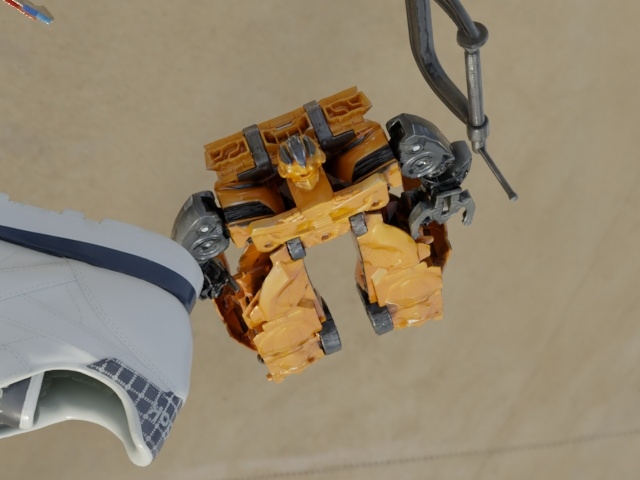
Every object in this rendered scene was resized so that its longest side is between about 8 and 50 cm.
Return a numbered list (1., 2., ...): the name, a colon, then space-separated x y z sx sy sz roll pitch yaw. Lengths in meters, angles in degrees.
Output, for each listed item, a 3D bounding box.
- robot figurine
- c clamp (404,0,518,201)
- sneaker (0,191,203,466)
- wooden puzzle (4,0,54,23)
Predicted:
1. robot figurine: 0.000 0.000 0.992 0.211 0.085 0.291 -21 152 -3
2. c clamp: 0.101 -0.123 1.044 0.022 0.137 0.161 -29 142 -9
3. sneaker: -0.169 0.030 0.622 0.090 0.235 0.095 106 -7 -62
4. wooden puzzle: -0.311 -0.246 1.500 0.078 0.116 0.014 28 98 -22
